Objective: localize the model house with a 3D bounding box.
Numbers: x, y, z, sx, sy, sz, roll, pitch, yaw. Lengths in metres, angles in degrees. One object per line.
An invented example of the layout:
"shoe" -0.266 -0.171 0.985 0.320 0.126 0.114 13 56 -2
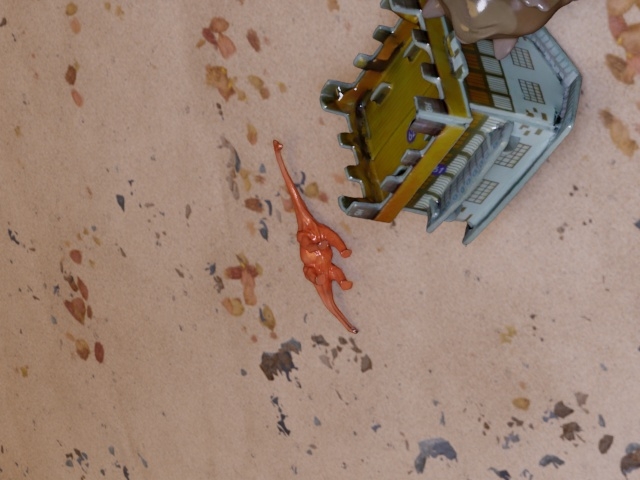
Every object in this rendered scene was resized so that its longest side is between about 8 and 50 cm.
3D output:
"model house" 0.139 -0.128 1.712 0.224 0.215 0.198 -54 34 43

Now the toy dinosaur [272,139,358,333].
"toy dinosaur" -0.006 0.002 2.026 0.101 0.055 0.280 27 134 59

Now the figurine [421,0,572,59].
"figurine" 0.198 -0.311 1.586 0.173 0.177 0.247 138 141 -80
